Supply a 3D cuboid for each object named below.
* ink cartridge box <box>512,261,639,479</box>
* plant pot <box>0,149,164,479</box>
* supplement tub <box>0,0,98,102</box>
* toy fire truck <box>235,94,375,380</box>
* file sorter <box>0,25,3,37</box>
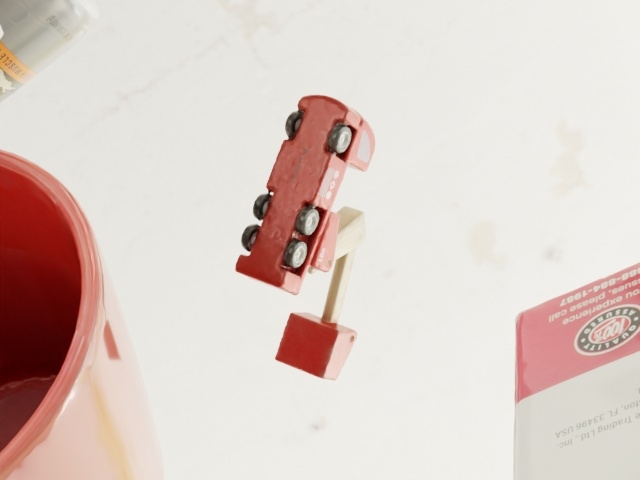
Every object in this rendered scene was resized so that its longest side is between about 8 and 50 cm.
[{"bbox_3d":[0.247,0.159,0.686,0.160,0.279,0.384,52,-152,-27],"label":"ink cartridge box"},{"bbox_3d":[-0.229,0.116,0.905,0.275,0.275,0.243,-46,-32,-16],"label":"plant pot"},{"bbox_3d":[-0.358,-0.162,1.160,0.316,0.193,0.193,-37,-52,2],"label":"supplement tub"},{"bbox_3d":[0.000,0.000,1.043,0.135,0.047,0.192,26,-96,-60],"label":"toy fire truck"},{"bbox_3d":[-0.337,-0.126,0.836,0.193,0.277,0.173,-11,-62,9],"label":"file sorter"}]
